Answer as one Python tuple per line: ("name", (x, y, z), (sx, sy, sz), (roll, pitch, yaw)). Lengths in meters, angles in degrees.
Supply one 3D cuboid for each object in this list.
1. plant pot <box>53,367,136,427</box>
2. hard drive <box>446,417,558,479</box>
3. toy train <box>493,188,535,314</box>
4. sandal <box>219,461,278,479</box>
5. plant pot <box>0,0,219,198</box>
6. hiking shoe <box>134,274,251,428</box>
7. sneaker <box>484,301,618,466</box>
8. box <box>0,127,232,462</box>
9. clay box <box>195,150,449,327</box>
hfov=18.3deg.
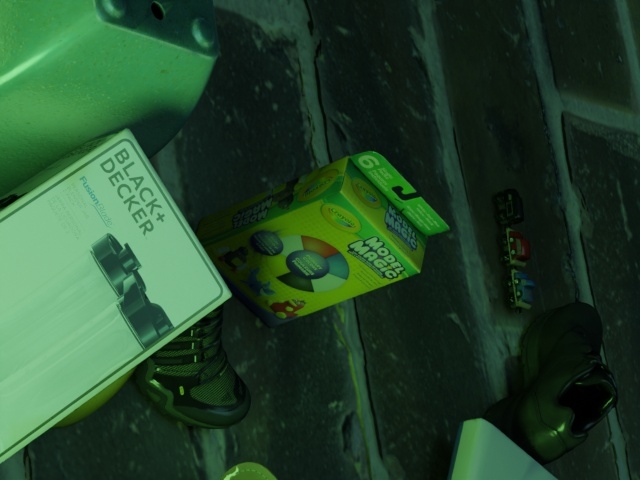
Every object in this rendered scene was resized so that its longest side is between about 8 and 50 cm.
("plant pot", (-0.204, 0.084, 1.705), (0.134, 0.095, 0.134), (28, 51, -43))
("hard drive", (0.189, 0.377, 2.093), (0.210, 0.040, 0.319), (41, 50, -33))
("toy train", (0.233, 0.011, 2.361), (0.027, 0.036, 0.158), (20, 58, -46))
("sandal", (-0.047, 0.315, 1.834), (0.079, 0.088, 0.240), (-59, 133, -84))
("plant pot", (-0.227, -0.193, 1.682), (0.248, 0.252, 0.247), (14, 61, -49))
("hiking shoe", (-0.122, 0.081, 1.797), (0.227, 0.114, 0.086), (51, 40, -23))
("sneaker", (0.290, 0.165, 2.281), (0.109, 0.130, 0.286), (52, 38, -19))
("box", (-0.235, 0.055, 1.578), (0.290, 0.087, 0.169), (-35, 100, -26))
("clay box", (0.000, 0.000, 1.905), (0.127, 0.222, 0.053), (44, 43, -30))
